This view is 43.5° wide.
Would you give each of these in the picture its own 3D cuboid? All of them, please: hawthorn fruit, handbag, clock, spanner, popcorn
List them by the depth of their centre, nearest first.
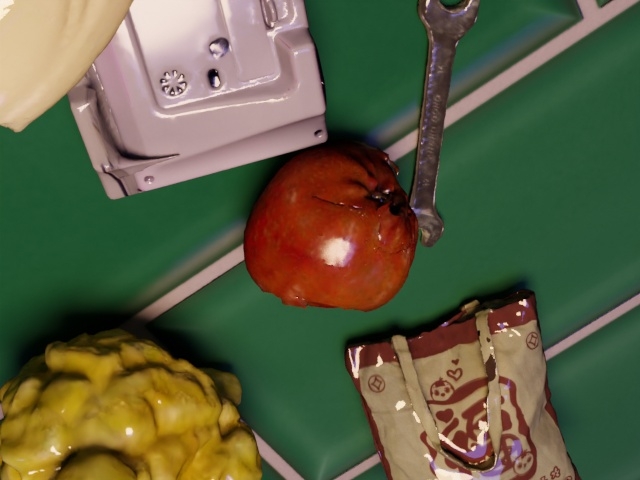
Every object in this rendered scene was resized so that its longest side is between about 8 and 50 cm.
[{"bbox_3d":[-0.103,-0.157,0.580,0.186,0.083,0.253,-16,124,-5],"label":"clock"},{"bbox_3d":[0.000,0.000,0.678,0.172,0.148,0.148,-32,127,33],"label":"hawthorn fruit"},{"bbox_3d":[-0.167,0.199,0.698,0.235,0.242,0.250,1,134,2],"label":"popcorn"},{"bbox_3d":[0.099,-0.101,0.710,0.054,0.015,0.254,-5,122,-13],"label":"spanner"},{"bbox_3d":[0.148,0.188,0.820,0.213,0.127,0.235,-17,102,-2],"label":"handbag"}]

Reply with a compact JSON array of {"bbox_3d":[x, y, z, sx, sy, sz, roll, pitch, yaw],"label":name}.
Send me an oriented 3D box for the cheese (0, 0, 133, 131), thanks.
[{"bbox_3d":[-0.220,-0.196,0.439,0.266,0.127,0.233,45,101,9],"label":"cheese"}]
